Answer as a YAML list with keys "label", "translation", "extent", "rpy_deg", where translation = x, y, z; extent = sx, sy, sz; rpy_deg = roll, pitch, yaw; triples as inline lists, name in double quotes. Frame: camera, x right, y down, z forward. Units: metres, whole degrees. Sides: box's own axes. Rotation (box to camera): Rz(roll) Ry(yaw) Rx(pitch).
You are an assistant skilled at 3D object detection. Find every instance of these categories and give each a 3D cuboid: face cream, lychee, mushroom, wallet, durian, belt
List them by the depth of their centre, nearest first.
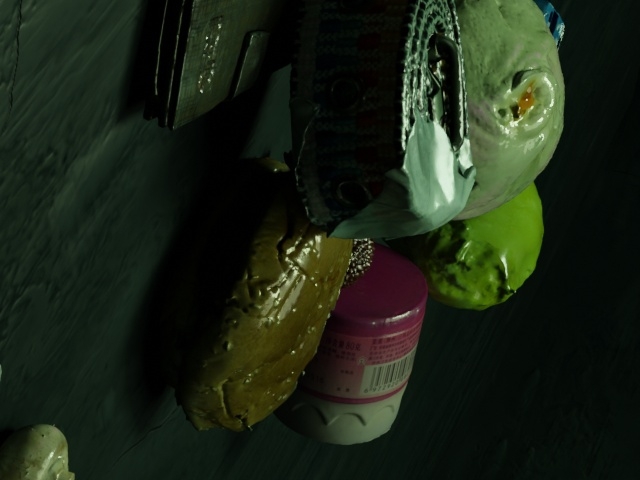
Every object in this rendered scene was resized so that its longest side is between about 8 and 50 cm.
- label: "mushroom"
  translation: [-0.239, 0.195, 1.471]
  extent: [0.083, 0.067, 0.083]
  rpy_deg: [18, 90, -82]
- label: "wallet"
  translation: [-0.068, -0.210, 1.568]
  extent: [0.317, 0.044, 0.169]
  rpy_deg: [-40, 145, -65]
- label: "belt"
  translation: [0.060, -0.127, 1.672]
  extent: [0.207, 0.150, 0.257]
  rpy_deg: [-23, 111, -66]
- label: "lychee"
  translation: [0.003, -0.001, 1.959]
  extent: [0.123, 0.123, 0.129]
  rpy_deg: [-71, 164, 9]
- label: "face cream"
  translation: [0.028, 0.120, 2.100]
  extent: [0.175, 0.175, 0.195]
  rpy_deg: [-47, 154, -54]
- label: "durian"
  translation: [0.157, -0.048, 2.213]
  extent: [0.256, 0.340, 0.204]
  rpy_deg: [-14, 148, -44]

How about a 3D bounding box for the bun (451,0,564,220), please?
- label: "bun"
  translation: [0.172, -0.159, 1.995]
  extent: [0.187, 0.293, 0.293]
  rpy_deg: [18, -94, 66]

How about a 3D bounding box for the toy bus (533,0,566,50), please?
- label: "toy bus"
  translation: [0.203, -0.270, 2.175]
  extent: [0.090, 0.184, 0.106]
  rpy_deg: [-68, 163, -6]

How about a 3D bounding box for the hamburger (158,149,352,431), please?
- label: "hamburger"
  translation: [-0.061, 0.035, 1.767]
  extent: [0.309, 0.132, 0.211]
  rpy_deg: [-62, 166, -20]
